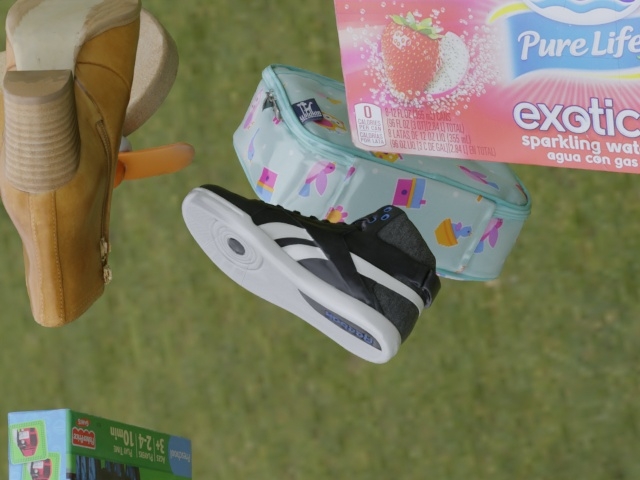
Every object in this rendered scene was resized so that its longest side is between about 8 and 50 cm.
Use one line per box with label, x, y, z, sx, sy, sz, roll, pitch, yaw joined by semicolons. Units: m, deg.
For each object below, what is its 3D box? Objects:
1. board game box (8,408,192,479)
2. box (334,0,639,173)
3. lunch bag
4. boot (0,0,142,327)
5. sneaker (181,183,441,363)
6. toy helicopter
board game box;-0.107;0.199;0.998;0.160;0.039;0.211;31;-124;-69
box;0.146;-0.111;0.935;0.257;0.128;0.122;7;120;28
lunch bag;0.055;-0.076;1.941;0.108;0.279;0.224;-63;24;22
boot;-0.204;-0.076;1.610;0.295;0.104;0.211;-79;-10;-60
sneaker;0.000;0.000;1.647;0.217;0.121;0.079;36;149;7
toy helicopter;-0.286;-0.095;1.984;0.235;0.355;0.140;45;176;29
